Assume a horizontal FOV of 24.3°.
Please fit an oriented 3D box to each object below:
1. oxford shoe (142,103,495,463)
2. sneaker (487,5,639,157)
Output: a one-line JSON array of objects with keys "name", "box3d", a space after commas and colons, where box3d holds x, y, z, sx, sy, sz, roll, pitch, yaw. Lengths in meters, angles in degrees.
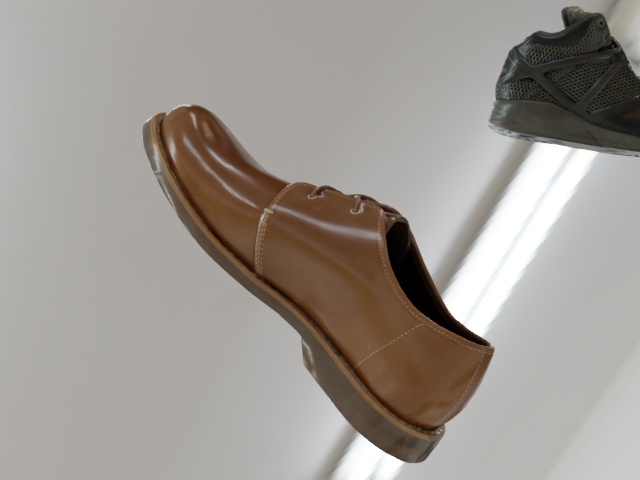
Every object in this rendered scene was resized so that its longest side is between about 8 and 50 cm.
[{"name": "oxford shoe", "box3d": [0.000, 0.000, 0.688, 0.076, 0.212, 0.076, -52, -21, 19]}, {"name": "sneaker", "box3d": [0.273, -0.140, 1.337, 0.087, 0.227, 0.130, -31, -47, -88]}]
